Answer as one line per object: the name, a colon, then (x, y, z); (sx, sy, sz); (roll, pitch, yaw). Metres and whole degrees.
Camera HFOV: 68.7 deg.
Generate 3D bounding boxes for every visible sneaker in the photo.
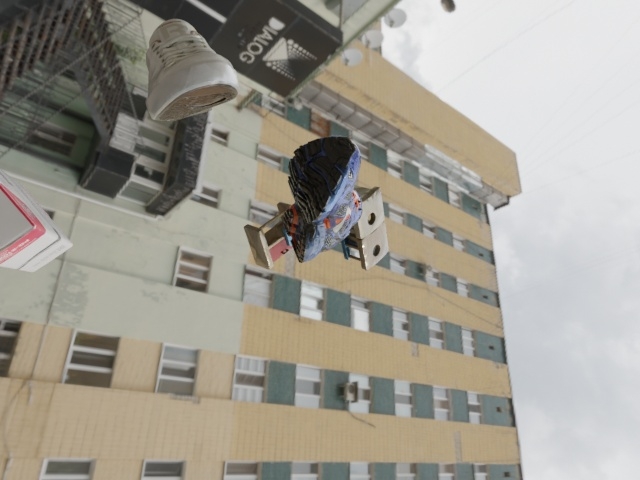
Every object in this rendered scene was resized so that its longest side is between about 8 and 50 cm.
sneaker: (-0.179, -0.218, 0.584); (0.290, 0.105, 0.123); (27, -47, 65)
sneaker: (0.011, -0.052, 0.558); (0.083, 0.087, 0.221); (63, -20, 17)

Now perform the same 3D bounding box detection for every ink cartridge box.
ink cartridge box: (-0.566, -0.042, 0.835); (0.100, 0.172, 0.237); (-40, -176, -16)

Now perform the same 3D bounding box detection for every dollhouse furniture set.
dollhouse furniture set: (0.000, 0.000, 0.761); (0.129, 0.129, 0.183); (19, -136, 40)
